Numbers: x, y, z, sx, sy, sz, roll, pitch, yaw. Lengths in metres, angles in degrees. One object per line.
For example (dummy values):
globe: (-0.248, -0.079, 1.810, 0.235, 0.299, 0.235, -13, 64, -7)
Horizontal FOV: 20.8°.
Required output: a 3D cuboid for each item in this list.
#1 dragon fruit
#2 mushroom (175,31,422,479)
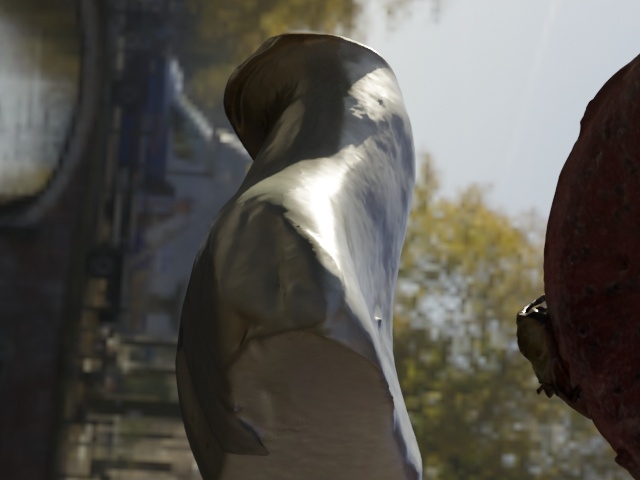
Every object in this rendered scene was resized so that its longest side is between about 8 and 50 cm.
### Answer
dragon fruit: (0.209, 0.012, 0.659, 0.282, 0.147, 0.211, -29, -121, 48)
mushroom: (0.000, 0.000, 0.847, 0.328, 0.122, 0.159, -86, -159, -54)
